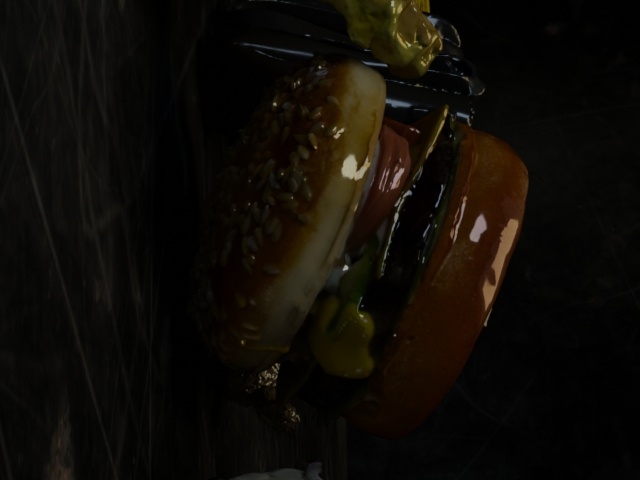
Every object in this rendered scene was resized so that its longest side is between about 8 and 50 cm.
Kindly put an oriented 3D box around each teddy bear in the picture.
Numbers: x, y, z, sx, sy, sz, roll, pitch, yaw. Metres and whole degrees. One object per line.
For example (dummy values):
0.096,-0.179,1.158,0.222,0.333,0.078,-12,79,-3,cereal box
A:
-0.058,0.114,1.328,0.119,0.078,0.160,50,23,-17,teddy bear

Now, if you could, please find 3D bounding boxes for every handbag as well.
0.025,-0.166,1.425,0.285,0.257,0.113,-87,-176,-73,handbag

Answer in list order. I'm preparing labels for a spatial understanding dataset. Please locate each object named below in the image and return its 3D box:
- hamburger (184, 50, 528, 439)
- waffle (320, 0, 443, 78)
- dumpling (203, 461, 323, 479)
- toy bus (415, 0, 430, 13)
0.018,0.000,1.150,0.291,0.225,0.291,-157,-90,-81,hamburger
0.019,-0.213,1.117,0.211,0.055,0.160,53,12,-9,waffle
-0.051,0.263,0.942,0.204,0.163,0.293,-58,-168,22,dumpling
0.057,-0.242,1.688,0.330,0.144,0.152,81,12,-49,toy bus
